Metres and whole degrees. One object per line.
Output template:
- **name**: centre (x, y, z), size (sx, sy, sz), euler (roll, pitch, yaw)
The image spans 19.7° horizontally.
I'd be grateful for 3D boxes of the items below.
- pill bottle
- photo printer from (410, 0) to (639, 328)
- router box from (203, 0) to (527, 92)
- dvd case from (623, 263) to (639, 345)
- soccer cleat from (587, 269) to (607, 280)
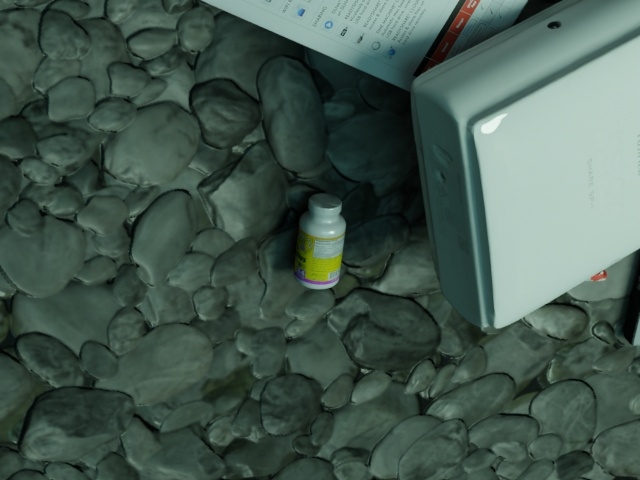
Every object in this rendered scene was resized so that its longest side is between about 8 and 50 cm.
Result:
- **pill bottle**: centre (0.000, 0.000, 1.688), size (0.043, 0.043, 0.083), euler (-2, 120, -16)
- **photo printer**: centre (0.234, -0.091, 1.607), size (0.308, 0.107, 0.256), euler (-28, 133, -21)
- **router box**: centre (0.067, -0.309, 1.498), size (0.301, 0.082, 0.335), euler (22, 112, -27)
- **dvd case**: centre (0.408, -0.003, 1.822), size (0.179, 0.029, 0.238), euler (-1, 120, -16)
- **soccer cleat**: centre (0.239, 0.029, 1.791), size (0.083, 0.029, 0.035), euler (12, 125, -20)
